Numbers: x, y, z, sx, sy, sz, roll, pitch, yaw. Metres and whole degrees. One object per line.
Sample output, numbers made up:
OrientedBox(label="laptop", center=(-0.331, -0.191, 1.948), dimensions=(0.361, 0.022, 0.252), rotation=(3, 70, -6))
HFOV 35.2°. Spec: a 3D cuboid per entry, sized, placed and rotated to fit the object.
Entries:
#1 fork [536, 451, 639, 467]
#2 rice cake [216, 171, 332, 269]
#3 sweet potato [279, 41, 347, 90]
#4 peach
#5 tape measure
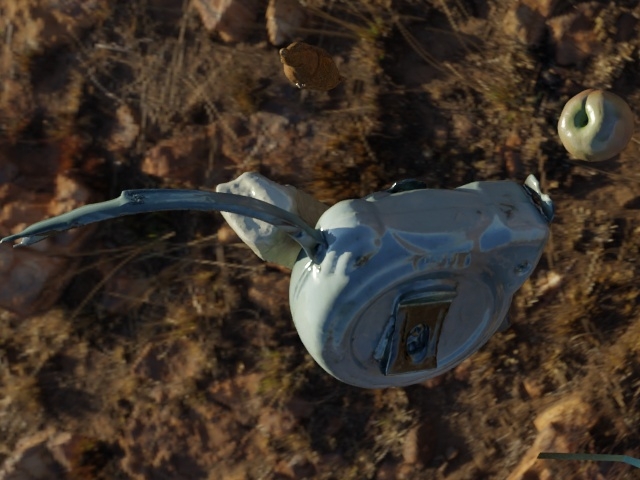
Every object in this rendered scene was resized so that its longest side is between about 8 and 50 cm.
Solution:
OrientedBox(label="fork", center=(0.356, 0.268, 1.219), dimensions=(0.021, 0.235, 0.039), rotation=(51, 128, 52))
OrientedBox(label="rice cake", center=(0.000, 0.000, 0.747), dimensions=(0.057, 0.256, 0.052), rotation=(38, 94, 24))
OrientedBox(label="sweet potato", center=(-0.027, -0.251, 1.433), dimensions=(0.068, 0.226, 0.068), rotation=(-1, 88, 21))
OrientedBox(label="peach", center=(0.307, -0.127, 1.122), dimensions=(0.083, 0.083, 0.083), rotation=(1, 93, 31))
OrientedBox(label="tape measure", center=(-0.022, 0.036, 0.630), dimensions=(0.084, 0.330, 0.164), rotation=(-117, 26, -50))
